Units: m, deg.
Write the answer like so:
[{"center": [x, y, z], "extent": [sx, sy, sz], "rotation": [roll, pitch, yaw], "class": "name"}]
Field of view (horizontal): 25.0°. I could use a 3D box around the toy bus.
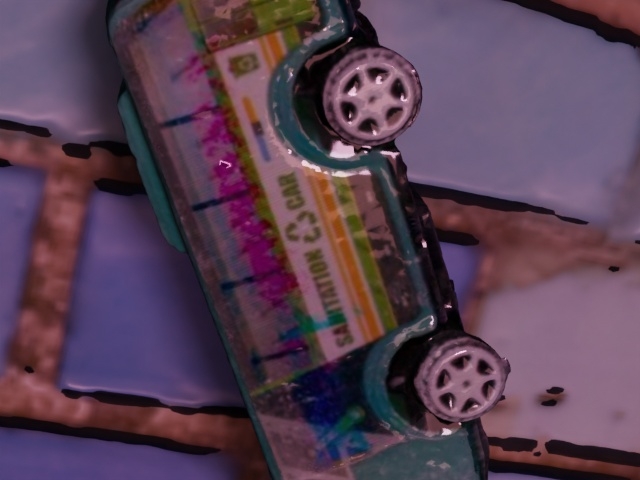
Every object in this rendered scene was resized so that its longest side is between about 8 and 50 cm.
[{"center": [0.000, 0.000, 0.556], "extent": [0.109, 0.091, 0.261], "rotation": [-17, 111, 3], "class": "toy bus"}]
